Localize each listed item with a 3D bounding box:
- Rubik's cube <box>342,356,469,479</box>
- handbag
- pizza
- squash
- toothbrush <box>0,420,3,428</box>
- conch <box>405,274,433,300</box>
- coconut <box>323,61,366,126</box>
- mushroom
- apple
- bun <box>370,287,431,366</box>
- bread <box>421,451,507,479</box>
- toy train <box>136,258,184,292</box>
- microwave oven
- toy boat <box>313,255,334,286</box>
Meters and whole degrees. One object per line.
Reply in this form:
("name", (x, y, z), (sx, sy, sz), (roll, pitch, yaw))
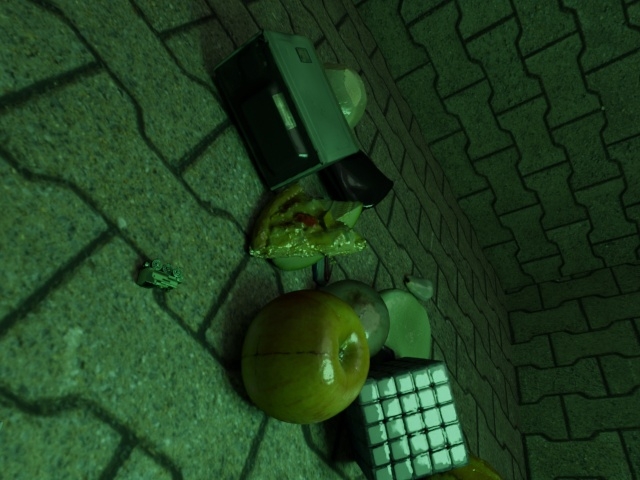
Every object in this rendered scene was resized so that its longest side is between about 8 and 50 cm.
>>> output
("Rubik's cube", (0.187, 0.432, 1.008), (0.237, 0.238, 0.237), (127, -49, -74))
("handbag", (0.104, -0.237, 1.442), (0.288, 0.152, 0.342), (54, 29, -3))
("pizza", (-0.014, -0.041, 1.043), (0.075, 0.288, 0.280), (100, 5, -48))
("squash", (0.000, 0.000, 1.132), (0.288, 0.203, 0.111), (-72, 165, -50))
("toothbrush", (-0.417, 0.270, 0.462), (0.131, 0.011, 0.013), (-69, 151, -48))
("conch", (0.417, 0.201, 1.747), (0.176, 0.094, 0.104), (17, 69, -21))
("coconut", (0.028, -0.467, 1.350), (0.245, 0.245, 0.247), (64, 25, -9))
("mushroom", (0.076, 0.217, 1.105), (0.226, 0.178, 0.226), (5, 72, -15))
("apple", (-0.029, 0.241, 0.864), (0.286, 0.233, 0.286), (32, 49, -45))
("bun", (0.208, 0.290, 1.277), (0.283, 0.179, 0.283), (9, 75, -35))
("bread", (0.435, 0.807, 1.214), (0.172, 0.312, 0.312), (8, 66, -45))
("toy train", (-0.293, 0.068, 0.749), (0.083, 0.033, 0.053), (33, 52, -45))
("microwave oven", (-0.093, -0.350, 1.123), (0.286, 0.218, 0.355), (-38, 106, -56))
("toy boat", (0.015, 0.030, 1.239), (0.080, 0.046, 0.229), (37, 46, -37))
